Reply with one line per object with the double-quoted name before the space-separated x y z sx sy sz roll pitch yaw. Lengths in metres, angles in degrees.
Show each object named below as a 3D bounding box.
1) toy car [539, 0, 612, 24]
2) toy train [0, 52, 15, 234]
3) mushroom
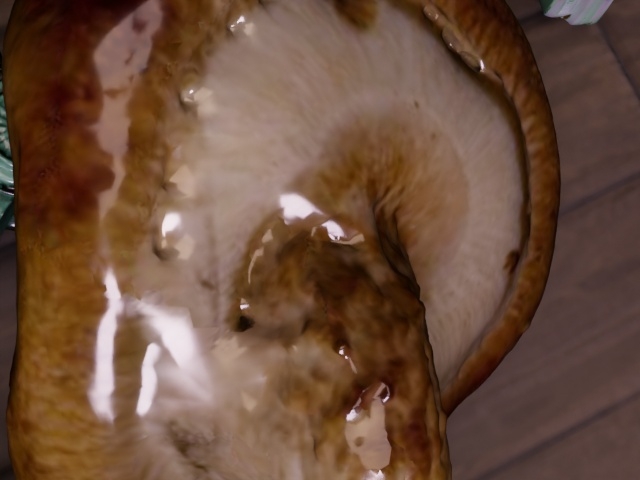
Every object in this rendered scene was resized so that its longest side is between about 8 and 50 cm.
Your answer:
"toy car" 0.155 -0.252 0.794 0.076 0.090 0.224 -2 77 -4
"toy train" -0.226 -0.018 0.657 0.154 0.115 0.269 32 74 -7
"mushroom" 0.000 0.000 0.600 0.345 0.259 0.346 -12 111 -35
